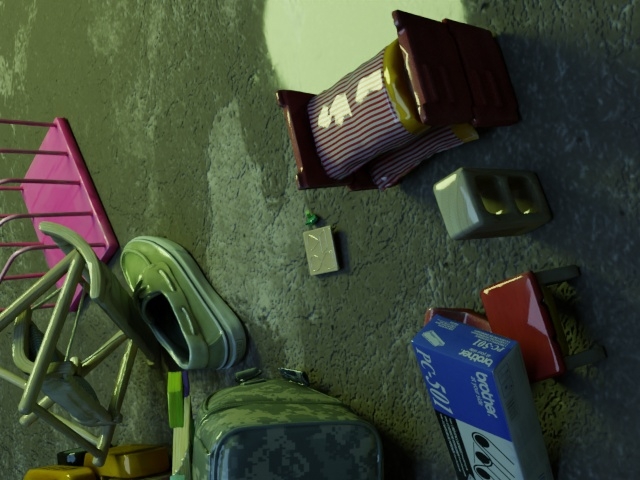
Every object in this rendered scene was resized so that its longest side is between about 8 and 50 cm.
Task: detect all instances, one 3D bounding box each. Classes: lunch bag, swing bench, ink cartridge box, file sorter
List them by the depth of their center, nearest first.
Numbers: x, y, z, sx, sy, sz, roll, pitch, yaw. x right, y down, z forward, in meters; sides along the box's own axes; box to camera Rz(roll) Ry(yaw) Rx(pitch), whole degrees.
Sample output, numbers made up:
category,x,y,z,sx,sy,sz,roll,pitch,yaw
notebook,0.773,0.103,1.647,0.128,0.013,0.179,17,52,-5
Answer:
category,x,y,z,sx,sy,sz,roll,pitch,yaw
ink cartridge box,0.161,0.172,0.914,0.097,0.046,0.207,17,138,44
lunch bag,-0.057,0.322,1.124,0.256,0.213,0.305,-174,82,-71
swing bench,-0.357,0.152,1.361,0.165,0.253,0.254,21,68,22
file sorter,-0.516,-0.044,1.626,0.202,0.182,0.290,-49,58,37

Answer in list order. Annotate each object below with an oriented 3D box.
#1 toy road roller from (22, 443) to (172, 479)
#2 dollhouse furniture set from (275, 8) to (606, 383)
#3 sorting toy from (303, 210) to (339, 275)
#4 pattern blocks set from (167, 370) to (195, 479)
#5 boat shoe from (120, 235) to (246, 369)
category,x,y,z,sx,sy,sz,roll,pitch,yaw
toy road roller,-0.380,0.439,1.460,0.330,0.241,0.202,-13,83,47
dollhouse furniture set,0.111,-0.021,0.959,0.201,0.152,0.374,-29,71,45
sorting toy,0.000,0.000,1.187,0.062,0.012,0.083,-14,85,52
pattern blocks set,-0.174,0.304,1.226,0.324,0.026,0.285,-103,10,-58
boat shoe,-0.223,0.083,1.376,0.302,0.094,0.109,38,119,40
